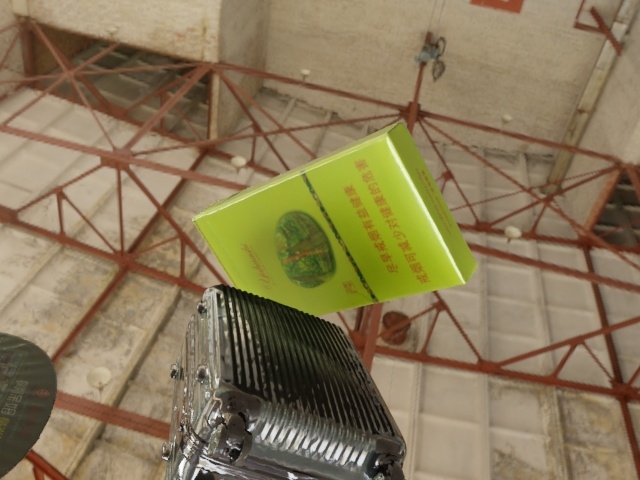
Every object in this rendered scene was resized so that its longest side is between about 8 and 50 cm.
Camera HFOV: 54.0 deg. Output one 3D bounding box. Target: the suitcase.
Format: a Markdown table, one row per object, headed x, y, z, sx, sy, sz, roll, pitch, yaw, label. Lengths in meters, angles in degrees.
| x | y | z | sx | sy | sz | roll | pitch | yaw | label |
| --- | --- | --- | --- | --- | --- | --- | --- | --- | --- |
| -0.042 | 0.163 | 0.624 | 0.202 | 0.128 | 0.312 | 22 | -169 | -16 | suitcase |

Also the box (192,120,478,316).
| x | y | z | sx | sy | sz | roll | pitch | yaw | label |
| --- | --- | --- | --- | --- | --- | --- | --- | --- | --- |
| 0.000 | 0.000 | 0.762 | 0.335 | 0.187 | 0.047 | -18 | -161 | 40 | box |

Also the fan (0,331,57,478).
| x | y | z | sx | sy | sz | roll | pitch | yaw | label |
| --- | --- | --- | --- | --- | --- | --- | --- | --- | --- |
| -0.408 | 0.141 | 0.647 | 0.294 | 0.012 | 0.223 | 28 | -151 | 12 | fan |
